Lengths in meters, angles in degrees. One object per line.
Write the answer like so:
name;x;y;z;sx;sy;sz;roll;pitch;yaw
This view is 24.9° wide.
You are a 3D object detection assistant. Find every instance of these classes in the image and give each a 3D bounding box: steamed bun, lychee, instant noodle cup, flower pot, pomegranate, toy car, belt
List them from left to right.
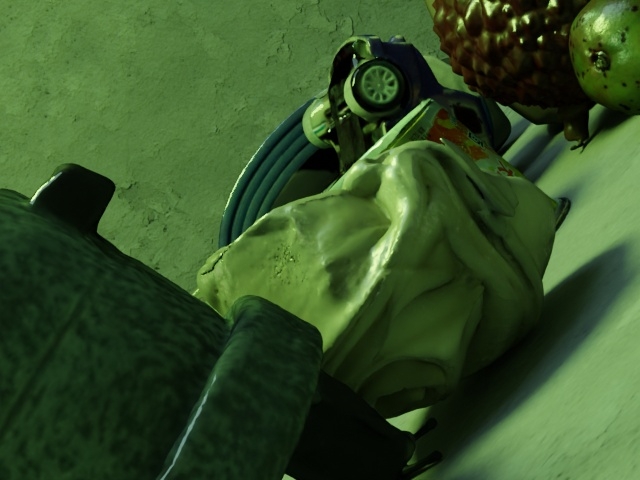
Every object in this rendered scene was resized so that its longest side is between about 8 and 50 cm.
flower pot;-0.119;0.130;0.831;0.299;0.282;0.299;-57;5;8
belt;0.037;-0.056;1.624;0.347;0.212;0.117;-41;-6;0
steamed bun;0.051;0.044;0.953;0.211;0.144;0.218;-34;-36;29
toy car;0.089;-0.097;1.490;0.158;0.235;0.172;-11;-5;-20
instant noodle cup;0.088;-0.016;1.254;0.205;0.153;0.205;-46;5;5
lychee;0.236;-0.238;1.385;0.264;0.300;0.264;-2;12;0
pomegranate;0.278;-0.166;1.227;0.142;0.115;0.114;-17;-15;-38

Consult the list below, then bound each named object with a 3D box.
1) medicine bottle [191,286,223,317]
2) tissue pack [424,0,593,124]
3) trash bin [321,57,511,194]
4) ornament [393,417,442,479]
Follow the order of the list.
medicine bottle;-0.112;0.135;1.731;0.151;0.151;0.322;-44;4;8
tissue pack;0.292;-0.340;1.628;0.387;0.277;0.267;-43;1;10
trash bin;0.088;-0.089;1.849;0.290;0.182;0.209;-41;1;-26
ornament;0.029;0.160;0.939;0.073;0.028;0.125;-47;7;-37
